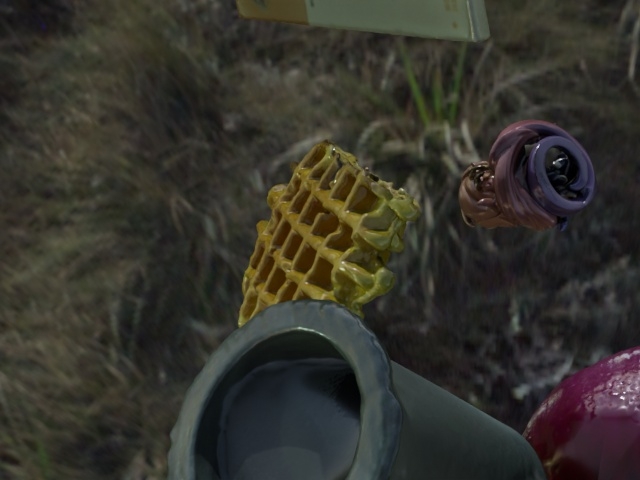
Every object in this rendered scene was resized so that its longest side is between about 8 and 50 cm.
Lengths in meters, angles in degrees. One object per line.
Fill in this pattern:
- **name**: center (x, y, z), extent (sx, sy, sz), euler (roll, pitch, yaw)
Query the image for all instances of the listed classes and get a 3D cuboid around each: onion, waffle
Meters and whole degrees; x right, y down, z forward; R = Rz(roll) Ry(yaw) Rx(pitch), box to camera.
- **onion**: center (0.336, 0.281, 1.369), extent (0.347, 0.385, 0.348), euler (4, 106, 14)
- **waffle**: center (-0.001, 0.000, 1.462), extent (0.065, 0.309, 0.283), euler (28, 53, -24)

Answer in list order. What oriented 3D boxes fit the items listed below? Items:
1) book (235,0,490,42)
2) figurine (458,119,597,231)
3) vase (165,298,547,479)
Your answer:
- **book**: center (0.004, -0.257, 1.061), extent (0.020, 0.208, 0.295), euler (-27, 25, -31)
- **figurine**: center (0.206, -0.058, 1.526), extent (0.157, 0.114, 0.126), euler (-23, 107, 33)
- **vase**: center (0.047, 0.211, 1.228), extent (0.245, 0.291, 0.245), euler (-21, 55, 33)
